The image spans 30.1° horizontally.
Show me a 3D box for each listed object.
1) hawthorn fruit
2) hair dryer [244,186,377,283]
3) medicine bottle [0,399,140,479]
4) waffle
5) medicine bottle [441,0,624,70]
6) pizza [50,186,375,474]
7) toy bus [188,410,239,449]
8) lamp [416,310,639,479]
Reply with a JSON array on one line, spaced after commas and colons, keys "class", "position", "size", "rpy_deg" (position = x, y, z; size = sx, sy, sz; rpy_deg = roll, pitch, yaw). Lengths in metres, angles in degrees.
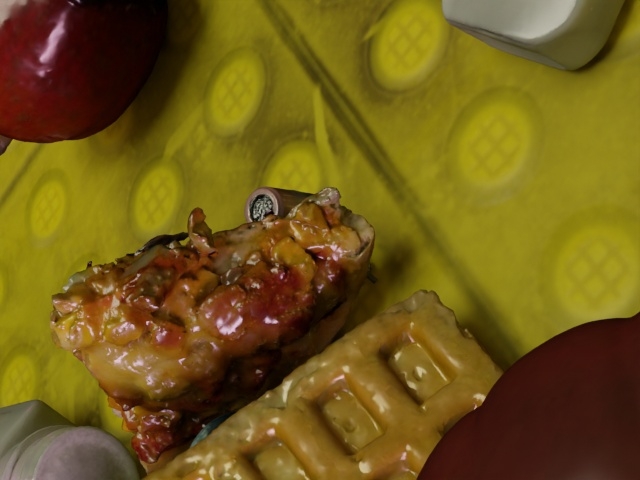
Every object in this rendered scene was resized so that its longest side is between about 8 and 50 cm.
[{"class": "hawthorn fruit", "position": [-0.246, -0.184, 1.090], "size": [0.215, 0.215, 0.249], "rpy_deg": [40, 115, 44]}, {"class": "hair dryer", "position": [0.000, 0.000, 0.891], "size": [0.114, 0.063, 0.037], "rpy_deg": [38, 107, 29]}, {"class": "medicine bottle", "position": [-0.300, 0.238, 1.059], "size": [0.324, 0.124, 0.179], "rpy_deg": [-15, 41, 41]}, {"class": "waffle", "position": [0.029, 0.173, 0.711], "size": [0.248, 0.055, 0.221], "rpy_deg": [-34, 53, -8]}, {"class": "medicine bottle", "position": [0.159, -0.211, 0.780], "size": [0.119, 0.069, 0.183], "rpy_deg": [29, 100, 47]}, {"class": "pizza", "position": [-0.089, 0.072, 0.828], "size": [0.289, 0.229, 0.081], "rpy_deg": [-44, 49, 27]}, {"class": "toy bus", "position": [-0.055, 0.259, 0.826], "size": [0.120, 0.121, 0.265], "rpy_deg": [17, 90, 39]}, {"class": "lamp", "position": [0.178, 0.168, 0.503], "size": [0.303, 0.257, 0.303], "rpy_deg": [5, 108, 14]}]
